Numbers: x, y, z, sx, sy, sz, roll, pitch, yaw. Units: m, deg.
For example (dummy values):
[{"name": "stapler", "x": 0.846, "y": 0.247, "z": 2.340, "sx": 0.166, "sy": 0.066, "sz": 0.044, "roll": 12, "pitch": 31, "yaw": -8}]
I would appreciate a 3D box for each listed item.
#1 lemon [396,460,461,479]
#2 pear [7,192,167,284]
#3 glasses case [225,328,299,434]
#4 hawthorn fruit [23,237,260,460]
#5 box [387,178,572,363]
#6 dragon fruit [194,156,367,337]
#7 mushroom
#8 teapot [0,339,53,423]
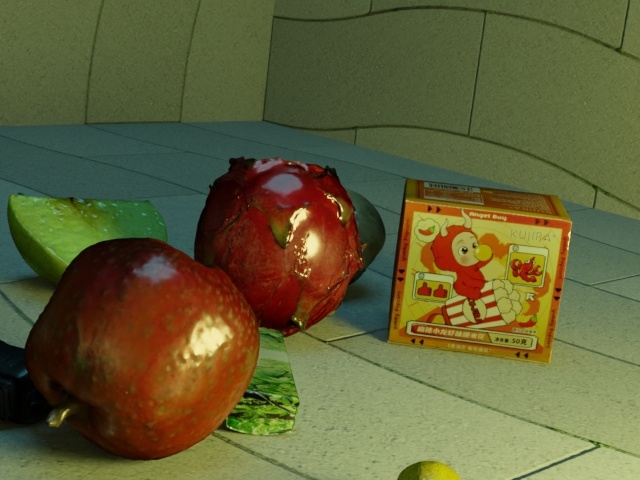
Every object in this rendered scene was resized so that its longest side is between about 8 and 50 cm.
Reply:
[{"name": "lemon", "x": 0.123, "y": 0.292, "z": 1.265, "sx": 0.082, "sy": 0.082, "sz": 0.110, "roll": 8, "pitch": 7, "yaw": 5}, {"name": "pear", "x": -0.401, "y": 0.033, "z": 1.987, "sx": 0.288, "sy": 0.139, "sz": 0.239, "roll": 1, "pitch": 29, "yaw": -37}, {"name": "glasses case", "x": -0.093, "y": 0.195, "z": 1.596, "sx": 0.095, "sy": 0.062, "sz": 0.272, "roll": 11, "pitch": 13, "yaw": -9}, {"name": "hawthorn fruit", "x": -0.223, "y": 0.134, "z": 1.366, "sx": 0.275, "sy": 0.275, "sz": 0.300, "roll": 16, "pitch": 43, "yaw": 34}, {"name": "box", "x": 0.270, "y": 0.049, "z": 1.944, "sx": 0.283, "sy": 0.259, "sz": 0.214, "roll": 7, "pitch": 13, "yaw": 4}, {"name": "dragon fruit", "x": -0.074, "y": 0.005, "z": 1.896, "sx": 0.296, "sy": 0.301, "sz": 0.295, "roll": 4, "pitch": 7, "yaw": 0}, {"name": "mushroom", "x": 0.000, "y": 0.000, "z": 2.174, "sx": 0.255, "sy": 0.255, "sz": 0.184, "roll": 20, "pitch": -24, "yaw": 43}, {"name": "teapot", "x": -0.413, "y": 0.188, "z": 1.433, "sx": 0.177, "sy": 0.087, "sz": 0.096, "roll": 12, "pitch": 19, "yaw": 20}]
